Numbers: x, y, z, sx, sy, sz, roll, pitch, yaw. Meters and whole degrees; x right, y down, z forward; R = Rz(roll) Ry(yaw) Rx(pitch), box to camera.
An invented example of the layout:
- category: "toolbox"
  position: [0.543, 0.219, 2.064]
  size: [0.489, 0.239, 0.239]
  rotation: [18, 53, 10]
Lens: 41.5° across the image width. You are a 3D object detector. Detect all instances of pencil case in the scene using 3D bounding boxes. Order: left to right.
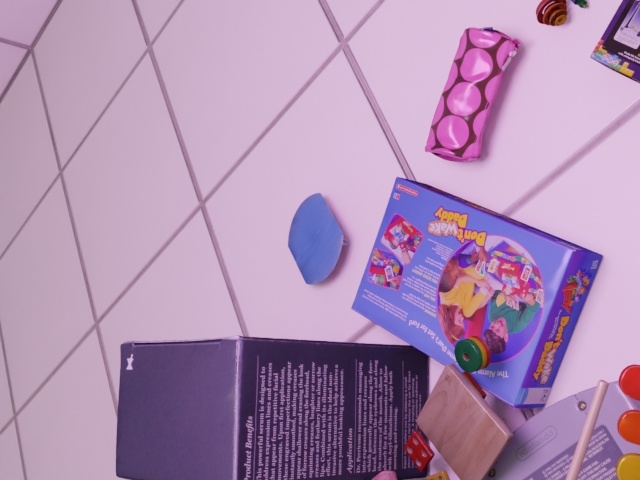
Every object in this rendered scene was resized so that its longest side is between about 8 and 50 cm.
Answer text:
- category: "pencil case"
  position: [0.235, -0.221, 1.299]
  size: [0.098, 0.095, 0.209]
  rotation: [23, 103, 30]

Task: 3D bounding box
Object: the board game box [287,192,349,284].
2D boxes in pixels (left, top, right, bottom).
- category: "board game box"
  position: [0.000, 0.000, 1.549]
  size: [0.133, 0.033, 0.168]
  rotation: [-56, 43, 31]

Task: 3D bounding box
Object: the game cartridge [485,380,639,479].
- category: "game cartridge"
  position: [0.334, 0.326, 1.123]
  size: [0.297, 0.062, 0.198]
  rotation: [-47, 48, 31]

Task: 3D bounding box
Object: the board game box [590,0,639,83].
- category: "board game box"
  position: [0.459, -0.264, 1.096]
  size: [0.170, 0.048, 0.141]
  rotation: [44, 113, 42]

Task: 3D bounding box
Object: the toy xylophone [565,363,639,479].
- category: "toy xylophone"
  position: [0.393, 0.267, 0.956]
  size: [0.236, 0.081, 0.322]
  rotation: [23, 95, 8]

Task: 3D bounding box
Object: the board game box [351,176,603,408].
- category: "board game box"
  position: [0.218, 0.066, 1.270]
  size: [0.347, 0.078, 0.233]
  rotation: [29, 104, 45]

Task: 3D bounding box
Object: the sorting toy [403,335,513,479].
- category: "sorting toy"
  position: [0.206, 0.263, 1.185]
  size: [0.132, 0.046, 0.274]
  rotation: [51, 138, 34]

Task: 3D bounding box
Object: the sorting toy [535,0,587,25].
- category: "sorting toy"
  position: [0.353, -0.348, 1.213]
  size: [0.042, 0.061, 0.102]
  rotation: [62, 148, 33]

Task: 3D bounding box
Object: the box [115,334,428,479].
- category: "box"
  position: [-0.067, 0.261, 1.307]
  size: [0.294, 0.396, 0.211]
  rotation: [-8, 77, 46]

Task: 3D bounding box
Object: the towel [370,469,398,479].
- category: "towel"
  position: [0.071, 0.516, 1.160]
  size: [0.237, 0.037, 0.329]
  rotation: [-50, 40, 40]
